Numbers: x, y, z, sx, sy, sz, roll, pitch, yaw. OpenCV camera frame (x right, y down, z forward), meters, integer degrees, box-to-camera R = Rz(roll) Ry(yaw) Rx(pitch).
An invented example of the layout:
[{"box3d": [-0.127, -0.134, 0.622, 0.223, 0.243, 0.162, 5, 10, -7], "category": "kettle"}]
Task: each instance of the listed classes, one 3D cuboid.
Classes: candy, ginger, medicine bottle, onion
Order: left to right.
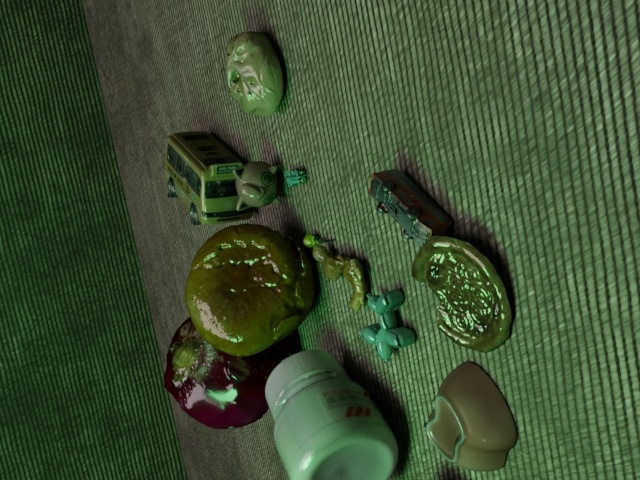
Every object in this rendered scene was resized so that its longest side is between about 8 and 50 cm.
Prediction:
[{"box3d": [-0.208, 0.369, 2.340, 0.420, 0.398, 0.398, 40, 178, -37], "category": "onion"}, {"box3d": [0.000, 0.000, 1.979, 0.123, 0.035, 0.035, 1, 64, 56], "category": "candy"}, {"box3d": [0.014, 0.436, 1.918, 0.325, 0.256, 0.256, -123, 29, -54], "category": "medicine bottle"}, {"box3d": [0.054, 0.071, 1.882, 0.193, 0.052, 0.176, 61, 152, 13], "category": "ginger"}]

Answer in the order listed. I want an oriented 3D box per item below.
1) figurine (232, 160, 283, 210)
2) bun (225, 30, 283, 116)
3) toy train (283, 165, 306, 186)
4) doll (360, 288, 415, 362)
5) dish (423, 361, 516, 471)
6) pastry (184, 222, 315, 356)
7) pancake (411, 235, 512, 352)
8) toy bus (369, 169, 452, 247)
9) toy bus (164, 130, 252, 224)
[{"box3d": [-0.162, -0.144, 2.111, 0.125, 0.138, 0.125, 30, 128, 48], "category": "figurine"}, {"box3d": [-0.179, -0.412, 2.025, 0.237, 0.116, 0.210, 28, 127, 56], "category": "bun"}, {"box3d": [-0.062, -0.157, 2.023, 0.092, 0.029, 0.045, 1, 112, 63], "category": "toy train"}, {"box3d": [0.139, 0.188, 1.756, 0.158, 0.059, 0.159, -11, 95, 63], "category": "doll"}, {"box3d": [0.265, 0.344, 1.541, 0.213, 0.090, 0.213, 41, 139, 50], "category": "dish"}, {"box3d": [-0.183, 0.124, 2.085, 0.164, 0.355, 0.356, 22, -130, -81], "category": "pastry"}, {"box3d": [0.254, 0.096, 1.460, 0.235, 0.029, 0.212, 60, 146, -1], "category": "pancake"}, {"box3d": [0.168, -0.061, 1.542, 0.192, 0.077, 0.065, 51, 147, 38], "category": "toy bus"}, {"box3d": [-0.335, -0.186, 2.400, 0.365, 0.176, 0.202, 42, 133, 51], "category": "toy bus"}]
